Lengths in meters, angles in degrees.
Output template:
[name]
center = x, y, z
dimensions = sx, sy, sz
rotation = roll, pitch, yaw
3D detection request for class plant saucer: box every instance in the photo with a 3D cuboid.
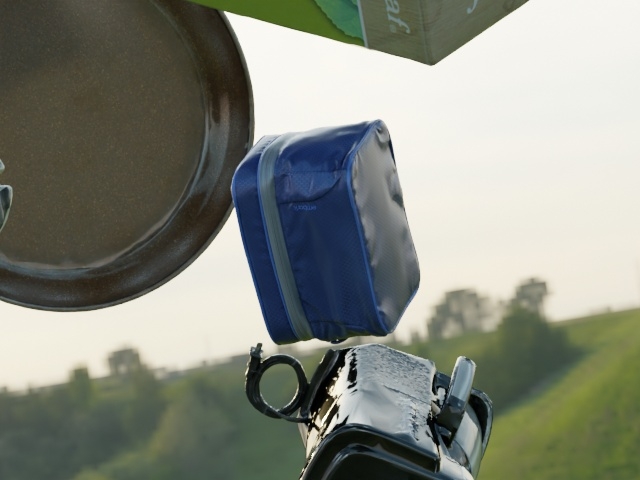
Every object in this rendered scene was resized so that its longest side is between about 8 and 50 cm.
[plant saucer]
center = -0.204, -0.099, 1.496
dimensions = 0.311, 0.310, 0.050
rotation = -8, 3, -21

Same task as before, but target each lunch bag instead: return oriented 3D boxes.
[lunch bag]
center = 0.000, 0.000, 0.827
dimensions = 0.065, 0.098, 0.067
rotation = -5, 21, 21

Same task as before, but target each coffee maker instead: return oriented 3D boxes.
[coffee maker]
center = 0.025, 0.146, 1.221
dimensions = 0.171, 0.120, 0.178
rotation = 2, 14, 5

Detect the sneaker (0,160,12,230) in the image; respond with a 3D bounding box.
[sneaker]
center = -0.276, 0.022, 0.861
dimensions = 0.279, 0.107, 0.118
rotation = -29, 3, -20

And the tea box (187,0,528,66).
[tea box]
center = 0.023, -0.271, 0.879
dimensions = 0.324, 0.220, 0.329
rotation = 20, 43, 38
